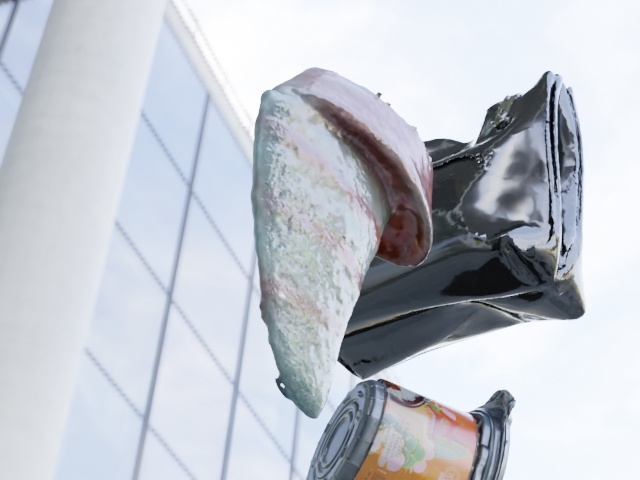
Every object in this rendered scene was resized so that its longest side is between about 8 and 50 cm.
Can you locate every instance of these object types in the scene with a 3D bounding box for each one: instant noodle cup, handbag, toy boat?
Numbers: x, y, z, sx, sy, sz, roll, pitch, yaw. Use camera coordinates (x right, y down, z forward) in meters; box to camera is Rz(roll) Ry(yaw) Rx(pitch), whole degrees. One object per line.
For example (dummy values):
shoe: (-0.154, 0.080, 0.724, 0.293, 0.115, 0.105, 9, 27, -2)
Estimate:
instant noodle cup: (0.065, 0.198, 1.154, 0.125, 0.208, 0.177, 28, -14, -9)
handbag: (0.134, -0.021, 1.365, 0.342, 0.288, 0.152, -20, -48, 42)
toy boat: (0.000, 0.000, 1.037, 0.096, 0.282, 0.206, -17, -52, 38)
